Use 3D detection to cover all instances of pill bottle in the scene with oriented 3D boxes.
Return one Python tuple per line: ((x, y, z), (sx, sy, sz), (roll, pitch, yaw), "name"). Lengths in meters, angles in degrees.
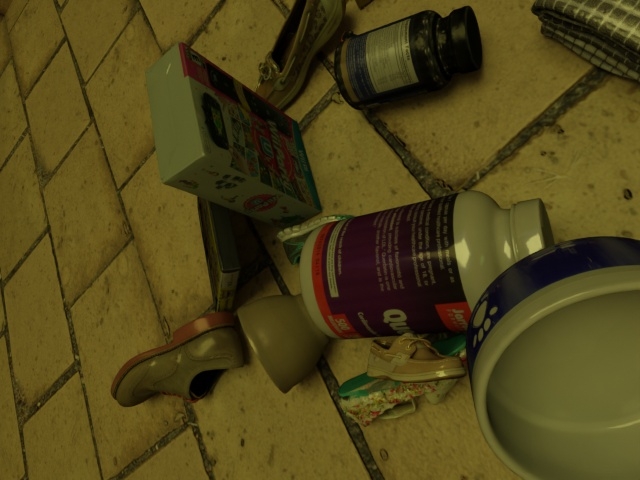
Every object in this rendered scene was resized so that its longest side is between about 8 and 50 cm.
((0.142, 0.038, 0.623), (0.322, 0.181, 0.182), (-12, 73, 32), "pill bottle")
((0.142, -0.297, 0.738), (0.219, 0.122, 0.123), (-5, 76, 33), "pill bottle")

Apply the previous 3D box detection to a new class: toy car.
((0.064, -0.402, 0.881), (0.041, 0.060, 0.122), (106, 164, -54), "toy car")

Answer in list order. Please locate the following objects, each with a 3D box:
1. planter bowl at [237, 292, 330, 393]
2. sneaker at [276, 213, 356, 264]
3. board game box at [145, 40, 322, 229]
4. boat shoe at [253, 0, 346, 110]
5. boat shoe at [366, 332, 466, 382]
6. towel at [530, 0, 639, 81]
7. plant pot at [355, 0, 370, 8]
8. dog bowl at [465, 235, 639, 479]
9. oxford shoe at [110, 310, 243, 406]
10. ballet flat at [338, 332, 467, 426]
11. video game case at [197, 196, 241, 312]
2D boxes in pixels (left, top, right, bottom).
((-0.052, 0.156, 0.758), (0.109, 0.162, 0.162), (-31, 60, -4), "planter bowl")
((0.000, 0.000, 0.814), (0.166, 0.065, 0.076), (-17, 86, 34), "sneaker")
((-0.140, -0.164, 0.787), (0.097, 0.303, 0.224), (-27, 65, 25), "board game box")
((-0.067, -0.380, 0.903), (0.285, 0.089, 0.105), (-51, 51, 27), "boat shoe")
((0.111, 0.146, 0.569), (0.170, 0.062, 0.059), (-24, 65, 58), "boat shoe")
((0.445, -0.313, 0.535), (0.235, 0.121, 0.284), (-52, 56, 14), "towel")
((0.090, -0.515, 0.855), (0.083, 0.081, 0.081), (-19, 68, 17), "plant pot")
((0.288, 0.134, 0.460), (0.264, 0.104, 0.265), (4, 113, 8), "dog bowl")
((-0.297, 0.276, 0.909), (0.348, 0.123, 0.130), (-36, 67, 24), "oxford shoe")
((0.133, 0.211, 0.663), (0.241, 0.091, 0.077), (-32, 93, 29), "ballet flat")
((-0.204, -0.019, 0.873), (0.248, 0.035, 0.275), (118, 141, -60), "video game case")
